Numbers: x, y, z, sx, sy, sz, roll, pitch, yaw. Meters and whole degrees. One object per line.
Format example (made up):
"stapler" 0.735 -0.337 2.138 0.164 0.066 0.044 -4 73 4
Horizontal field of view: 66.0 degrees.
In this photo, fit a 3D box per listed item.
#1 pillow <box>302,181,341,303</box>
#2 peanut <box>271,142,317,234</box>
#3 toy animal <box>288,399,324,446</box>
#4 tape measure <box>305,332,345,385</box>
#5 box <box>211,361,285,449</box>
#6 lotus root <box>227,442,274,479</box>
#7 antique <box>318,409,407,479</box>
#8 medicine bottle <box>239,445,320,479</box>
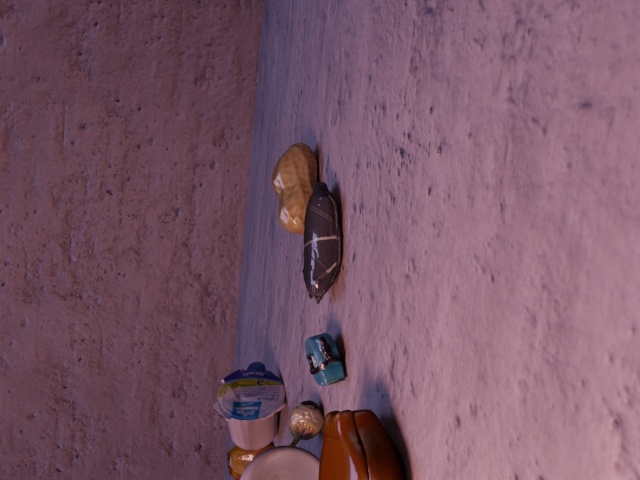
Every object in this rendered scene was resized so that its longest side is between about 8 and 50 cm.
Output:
"pillow" 0.000 0.000 1.332 0.161 0.092 0.335 134 138 -71
"peanut" -0.076 -0.162 1.546 0.152 0.152 0.313 128 140 -63
"toy animal" -0.047 0.506 1.363 0.137 0.098 0.098 -58 26 21
"tape measure" 0.010 0.299 1.242 0.146 0.081 0.125 129 124 -68
"box" -0.260 0.632 1.857 0.291 0.262 0.206 -95 5 -62
"lotus root" -0.279 0.889 1.939 0.188 0.180 0.199 134 138 -60
"antique" 0.074 0.454 0.904 0.223 0.129 0.278 122 148 -59
"medicine bottle" -0.105 0.701 1.251 0.245 0.245 0.306 -106 26 -49
